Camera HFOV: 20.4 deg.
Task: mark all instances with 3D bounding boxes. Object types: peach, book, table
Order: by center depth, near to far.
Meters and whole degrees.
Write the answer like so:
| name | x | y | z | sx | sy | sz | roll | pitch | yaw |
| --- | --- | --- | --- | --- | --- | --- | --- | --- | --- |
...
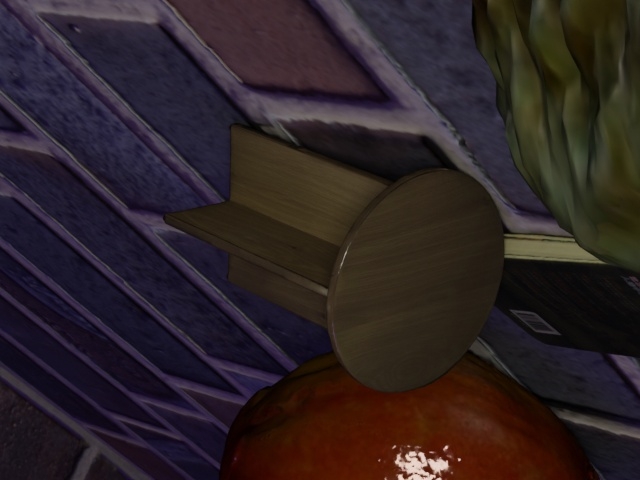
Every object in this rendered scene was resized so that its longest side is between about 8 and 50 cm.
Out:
| name | x | y | z | sx | sy | sz | roll | pitch | yaw |
| --- | --- | --- | --- | --- | --- | --- | --- | --- | --- |
| table | 0.000 | 0.000 | 1.341 | 0.226 | 0.167 | 0.167 | 23 | 164 | 46 |
| book | 0.207 | 0.046 | 1.342 | 0.160 | 0.024 | 0.228 | 39 | 159 | -33 |
| peach | 0.078 | 0.247 | 1.646 | 0.372 | 0.290 | 0.373 | 17 | 158 | 7 |

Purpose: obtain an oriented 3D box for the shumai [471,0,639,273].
| name | x | y | z | sx | sy | sz | roll | pitch | yaw |
| --- | --- | --- | --- | --- | --- | --- | --- | --- | --- |
| shumai | 0.210 | -0.157 | 0.391 | 0.348 | 0.395 | 0.395 | 3 | 160 | 0 |
